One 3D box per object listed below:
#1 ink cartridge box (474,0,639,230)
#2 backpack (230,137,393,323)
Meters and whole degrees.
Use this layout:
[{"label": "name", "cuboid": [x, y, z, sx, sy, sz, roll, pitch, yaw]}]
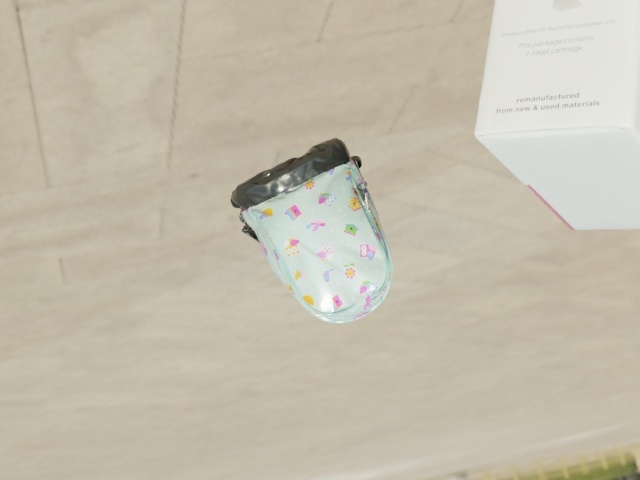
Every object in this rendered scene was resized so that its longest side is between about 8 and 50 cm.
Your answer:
[{"label": "ink cartridge box", "cuboid": [0.310, -0.234, 1.162, 0.160, 0.385, 0.279, -1, 160, 35]}, {"label": "backpack", "cuboid": [0.000, 0.000, 1.165, 0.152, 0.182, 0.115, -26, 179, 3]}]
